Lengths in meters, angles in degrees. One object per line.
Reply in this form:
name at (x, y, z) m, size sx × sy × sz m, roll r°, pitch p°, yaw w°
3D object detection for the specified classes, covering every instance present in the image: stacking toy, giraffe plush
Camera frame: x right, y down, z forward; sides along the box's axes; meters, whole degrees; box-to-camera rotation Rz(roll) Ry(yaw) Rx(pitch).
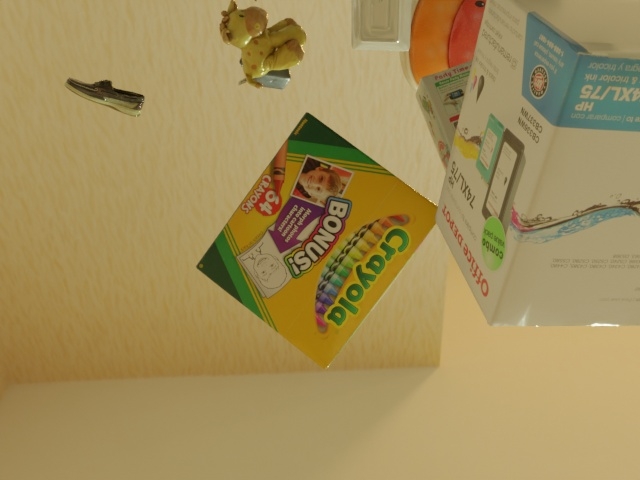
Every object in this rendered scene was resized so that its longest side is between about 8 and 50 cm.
stacking toy at (0.481, -0.520, 1.775) m, size 0.480 × 0.350 × 0.351 m, roll 20°, pitch -139°, yaw 36°
giraffe plush at (-0.159, -0.490, 1.626) m, size 0.210 × 0.170 × 0.181 m, roll -36°, pitch -137°, yaw 6°

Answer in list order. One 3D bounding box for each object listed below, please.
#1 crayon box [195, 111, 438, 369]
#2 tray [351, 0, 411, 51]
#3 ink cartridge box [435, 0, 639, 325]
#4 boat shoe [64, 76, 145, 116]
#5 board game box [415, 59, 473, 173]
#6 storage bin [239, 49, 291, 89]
crayon box at (0.000, 0.000, 1.281) m, size 0.313 × 0.363 × 0.106 m, roll 37°, pitch -174°, yaw 9°
tray at (0.141, -0.579, 1.591) m, size 0.145 × 0.270 × 0.030 m, roll 6°, pitch -150°, yaw 14°
ink cartridge box at (0.253, -0.078, 0.658) m, size 0.197 × 0.270 × 0.198 m, roll 1°, pitch -146°, yaw -10°
boat shoe at (-0.417, -0.289, 1.319) m, size 0.152 × 0.049 × 0.056 m, roll 17°, pitch -161°, yaw -34°
board game box at (0.320, -0.161, 1.142) m, size 0.224 × 0.303 × 0.097 m, roll -19°, pitch 172°, yaw -1°
storage bin at (-0.152, -0.478, 1.918) m, size 0.135 × 0.098 × 0.091 m, roll 1°, pitch -119°, yaw -32°
